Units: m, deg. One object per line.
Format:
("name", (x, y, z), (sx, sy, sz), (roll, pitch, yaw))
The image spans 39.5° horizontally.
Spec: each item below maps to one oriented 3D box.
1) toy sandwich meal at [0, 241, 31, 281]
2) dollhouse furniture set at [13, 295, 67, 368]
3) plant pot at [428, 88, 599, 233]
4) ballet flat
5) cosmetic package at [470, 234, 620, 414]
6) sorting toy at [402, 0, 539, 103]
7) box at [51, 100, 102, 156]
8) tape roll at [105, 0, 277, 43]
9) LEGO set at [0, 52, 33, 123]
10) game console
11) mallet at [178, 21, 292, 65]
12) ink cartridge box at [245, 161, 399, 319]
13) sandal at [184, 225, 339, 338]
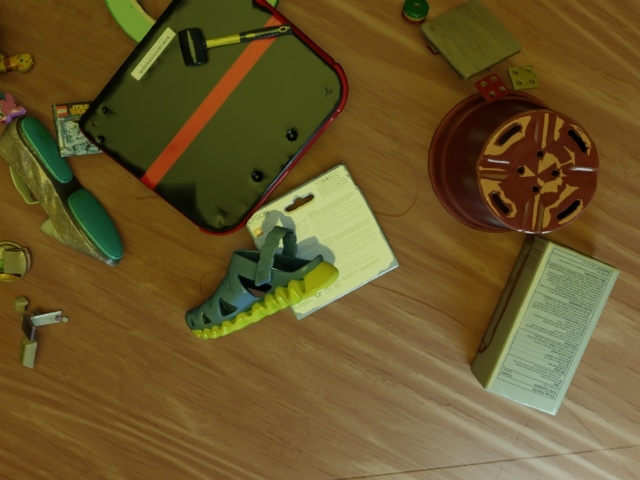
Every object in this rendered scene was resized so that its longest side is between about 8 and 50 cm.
("toy sandwich meal", (-0.579, 0.041, 1.649), (0.085, 0.029, 0.086), (0, 99, -3))
("dollhouse furniture set", (-0.531, 0.173, 1.683), (0.081, 0.091, 0.114), (-9, 130, -41))
("plant pot", (0.344, -0.128, 1.548), (0.272, 0.265, 0.272), (0, 99, -3))
("ballet flat", (-0.477, -0.074, 1.613), (0.106, 0.107, 0.316), (-30, 94, 22))
("cosmetic package", (0.413, 0.152, 1.663), (0.153, 0.129, 0.296), (22, 96, -7))
("sorting toy", (0.271, -0.345, 1.593), (0.132, 0.046, 0.274), (-30, 69, -20))
("box", (-0.405, -0.203, 1.596), (0.137, 0.027, 0.094), (-9, 100, -26))
("tape roll", (-0.225, -0.476, 1.564), (0.321, 0.077, 0.321), (0, 99, -3))
("LEGO set", (-0.554, -0.296, 1.566), (0.093, 0.087, 0.227), (-15, 80, -8))
("game console", (-0.179, -0.233, 1.554), (0.342, 0.060, 0.386), (40, 98, -6))
("mallet", (-0.141, -0.328, 1.490), (0.189, 0.039, 0.062), (-4, 101, -3))
("ink cartridge box", (0.000, 0.000, 1.662), (0.223, 0.045, 0.224), (-28, 99, 2))
("sandal", (-0.121, 0.074, 1.604), (0.317, 0.126, 0.138), (-28, 93, 23))
